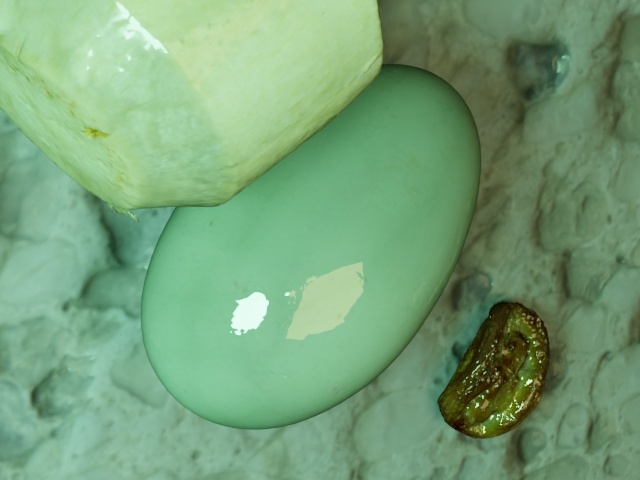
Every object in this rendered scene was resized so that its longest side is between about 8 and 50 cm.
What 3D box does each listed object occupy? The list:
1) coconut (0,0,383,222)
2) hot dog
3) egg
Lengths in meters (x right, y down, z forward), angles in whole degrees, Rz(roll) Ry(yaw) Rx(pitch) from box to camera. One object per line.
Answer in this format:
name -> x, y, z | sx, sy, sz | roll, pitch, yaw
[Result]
coconut -> -0.102, -0.186, 1.433 | 0.323, 0.323, 0.323 | -16, 117, -34
hot dog -> 0.180, 0.133, 1.946 | 0.099, 0.065, 0.147 | 35, 86, -33
egg -> 0.000, 0.000, 1.632 | 0.371, 0.230, 0.230 | -49, 131, -20
